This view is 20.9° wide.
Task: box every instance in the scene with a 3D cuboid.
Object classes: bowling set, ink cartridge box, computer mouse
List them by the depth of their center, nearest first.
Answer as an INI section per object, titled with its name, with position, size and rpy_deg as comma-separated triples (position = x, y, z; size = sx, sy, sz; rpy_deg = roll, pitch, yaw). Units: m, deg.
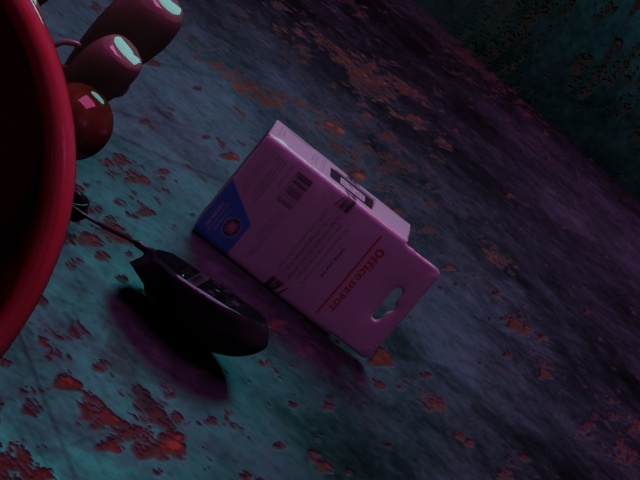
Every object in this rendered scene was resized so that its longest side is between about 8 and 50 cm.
[computer mouse]
position = -0.141, 0.012, 1.216
size = 0.242, 0.041, 0.071
rpy_deg = 34, 7, 5
[bowling set]
position = -0.231, -0.122, 1.236
size = 0.287, 0.154, 0.200
rpy_deg = 28, 38, -39
[ink cartridge box]
position = 0.000, 0.000, 1.422
size = 0.180, 0.104, 0.060
rpy_deg = 38, 15, -6

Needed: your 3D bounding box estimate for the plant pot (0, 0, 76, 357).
[plant pot]
position = -0.234, -0.047, 0.802
size = 0.275, 0.275, 0.243
rpy_deg = 39, 5, -4
